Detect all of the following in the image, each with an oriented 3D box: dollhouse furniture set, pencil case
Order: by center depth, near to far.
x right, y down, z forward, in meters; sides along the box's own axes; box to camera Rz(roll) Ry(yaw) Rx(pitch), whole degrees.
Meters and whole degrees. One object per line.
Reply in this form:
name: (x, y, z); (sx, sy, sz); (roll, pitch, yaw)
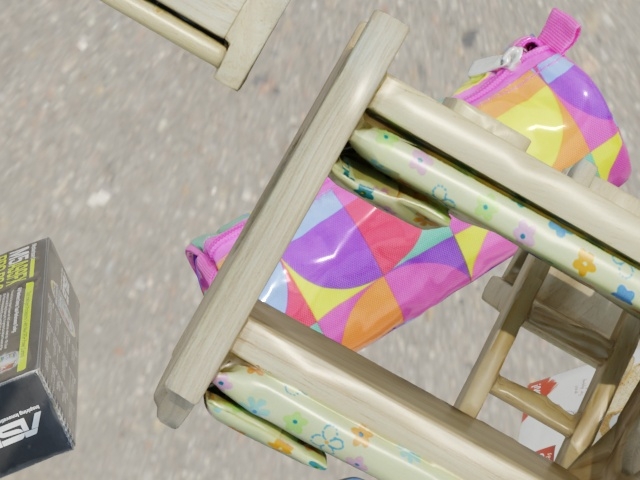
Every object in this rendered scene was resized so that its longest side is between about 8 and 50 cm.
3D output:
dollhouse furniture set: (0.000, 0.000, 0.466); (0.182, 0.161, 0.101); (30, 92, -4)
pencil case: (0.046, -0.019, 0.970); (0.236, 0.104, 0.104); (-34, 103, -7)

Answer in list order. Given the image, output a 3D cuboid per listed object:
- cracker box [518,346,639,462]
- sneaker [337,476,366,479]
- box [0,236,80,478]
cracker box: (0.267, 0.150, 1.465); (0.232, 0.156, 0.067); (-22, 119, 27)
sneaker: (0.013, 0.293, 1.526); (0.069, 0.082, 0.209); (22, 73, -12)
box: (-0.269, 0.099, 1.230); (0.216, 0.270, 0.060); (-21, 109, -1)
